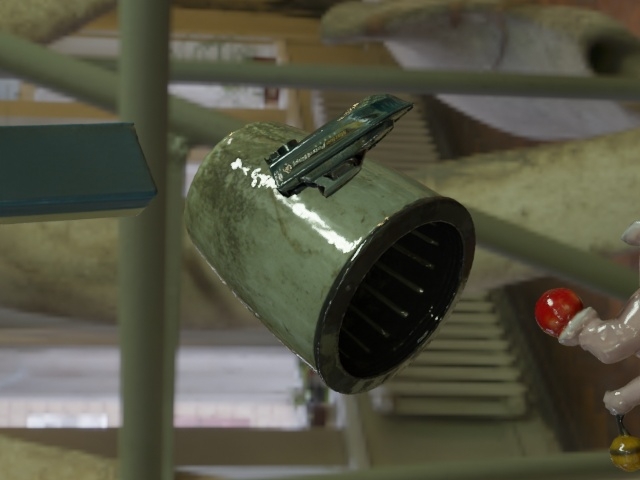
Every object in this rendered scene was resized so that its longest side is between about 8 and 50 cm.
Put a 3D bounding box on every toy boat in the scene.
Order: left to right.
[{"bbox_3d":[0.021,-0.084,1.114,0.060,0.141,0.055,57,-179,6],"label":"toy boat"}]

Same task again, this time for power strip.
[{"bbox_3d":[-0.162,-0.041,0.775,0.032,0.123,0.056,-40,66,42],"label":"power strip"}]

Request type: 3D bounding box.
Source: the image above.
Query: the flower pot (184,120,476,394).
[{"bbox_3d":[0.000,0.000,1.734,0.330,0.293,0.293,36,135,35],"label":"flower pot"}]

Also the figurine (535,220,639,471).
[{"bbox_3d":[0.323,0.121,1.083,0.186,0.287,0.176,-51,-16,21],"label":"figurine"}]
